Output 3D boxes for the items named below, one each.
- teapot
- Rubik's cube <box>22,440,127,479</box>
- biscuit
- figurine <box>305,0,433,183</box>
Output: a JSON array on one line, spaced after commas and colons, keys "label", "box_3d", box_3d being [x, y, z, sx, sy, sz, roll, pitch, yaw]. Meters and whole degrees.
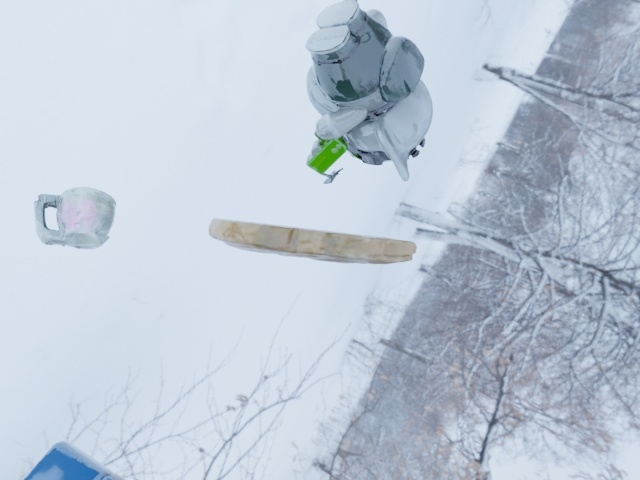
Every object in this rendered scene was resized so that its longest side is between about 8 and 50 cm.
[{"label": "teapot", "box_3d": [-0.752, -0.068, 1.483, 0.221, 0.163, 0.178, 21, 52, -41]}, {"label": "Rubik's cube", "box_3d": [-0.208, 0.483, 0.483, 0.347, 0.346, 0.344, -55, 135, -33]}, {"label": "biscuit", "box_3d": [-0.001, 0.005, 0.808, 0.375, 0.269, 0.051, 5, 94, -34]}, {"label": "figurine", "box_3d": [0.051, -0.138, 0.473, 0.192, 0.126, 0.147, 39, 55, -49]}]
